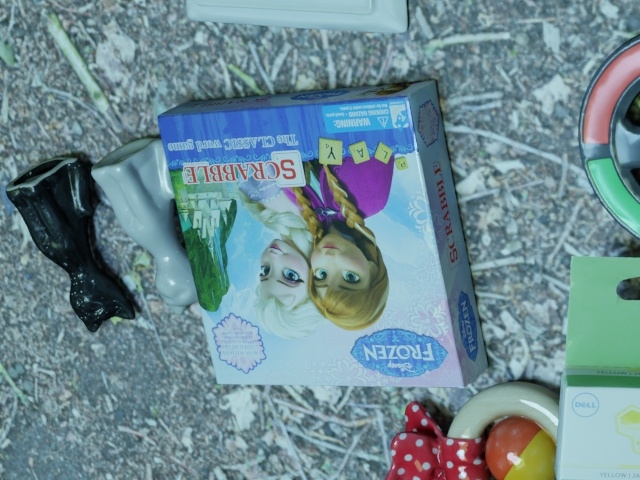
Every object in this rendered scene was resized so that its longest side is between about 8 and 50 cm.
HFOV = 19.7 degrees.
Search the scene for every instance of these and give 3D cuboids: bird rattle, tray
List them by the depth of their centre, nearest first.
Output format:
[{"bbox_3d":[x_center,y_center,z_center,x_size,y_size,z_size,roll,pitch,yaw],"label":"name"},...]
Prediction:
[{"bbox_3d":[-0.038,-0.287,1.898,0.270,0.030,0.145,7,112,29],"label":"tray"},{"bbox_3d":[0.195,0.240,1.940,0.253,0.143,0.207,44,115,25],"label":"bird rattle"}]

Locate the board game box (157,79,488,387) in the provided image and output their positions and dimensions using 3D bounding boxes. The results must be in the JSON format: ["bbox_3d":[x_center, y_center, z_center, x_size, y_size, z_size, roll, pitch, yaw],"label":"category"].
[{"bbox_3d":[0.000,0.000,1.968,0.318,0.066,0.318,-3,108,33],"label":"board game box"}]

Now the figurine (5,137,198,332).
[{"bbox_3d":[-0.228,0.002,2.108,0.215,0.092,0.209,-10,111,33],"label":"figurine"}]

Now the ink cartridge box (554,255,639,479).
[{"bbox_3d":[0.320,0.135,1.792,0.171,0.056,0.235,2,114,3],"label":"ink cartridge box"}]

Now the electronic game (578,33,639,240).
[{"bbox_3d":[0.349,-0.091,1.726,0.229,0.048,0.229,13,116,27],"label":"electronic game"}]
